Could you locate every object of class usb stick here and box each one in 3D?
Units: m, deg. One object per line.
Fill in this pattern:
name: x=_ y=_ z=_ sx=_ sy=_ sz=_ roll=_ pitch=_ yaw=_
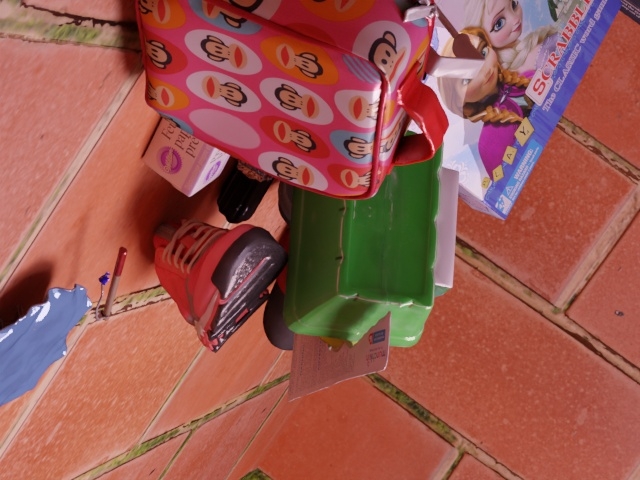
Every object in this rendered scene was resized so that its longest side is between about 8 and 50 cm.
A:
usb stick: x=-0.035 y=-0.139 z=2.137 sx=0.278 sy=0.045 sz=0.077 roll=-58 pitch=172 yaw=22

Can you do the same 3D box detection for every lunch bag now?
lunch bag: x=-0.015 y=-0.142 z=1.537 sx=0.293 sy=0.258 sz=0.120 roll=100 pitch=15 yaw=-69

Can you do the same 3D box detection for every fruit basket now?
fruit basket: x=0.034 y=0.003 z=2.065 sx=0.353 sy=0.165 sz=0.327 roll=134 pitch=-38 yaw=-74

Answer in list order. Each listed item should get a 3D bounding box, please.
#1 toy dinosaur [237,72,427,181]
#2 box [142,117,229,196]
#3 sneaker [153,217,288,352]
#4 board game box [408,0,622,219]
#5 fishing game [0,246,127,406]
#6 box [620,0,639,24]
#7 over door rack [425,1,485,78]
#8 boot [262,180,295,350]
toy dinosaur: x=0.009 y=-0.215 z=1.913 sx=0.218 sy=0.164 sz=0.322 roll=143 pitch=-42 yaw=-72
box: x=-0.069 y=-0.186 z=1.740 sx=0.067 sy=0.063 sz=0.324 roll=-38 pitch=162 yaw=-55
sneaker: x=-0.128 y=0.031 z=1.990 sx=0.116 sy=0.136 sz=0.314 roll=-46 pitch=176 yaw=-15
board game box: x=0.193 y=-0.231 z=2.242 sx=0.318 sy=0.066 sz=0.318 roll=33 pitch=83 yaw=-45
fishing game: x=-0.291 y=0.106 z=1.772 sx=0.264 sy=0.041 sz=0.189 roll=-39 pitch=164 yaw=-30
box: x=0.398 y=-0.438 z=2.300 sx=0.179 sy=0.343 sz=0.312 roll=-50 pitch=171 yaw=-14
over door rack: x=0.133 y=-0.317 z=1.621 sx=0.108 sy=0.324 sz=0.239 roll=9 pitch=128 yaw=-28
boot: x=0.001 y=-0.001 z=2.593 sx=0.367 sy=0.146 sz=0.445 roll=-43 pitch=170 yaw=-42
